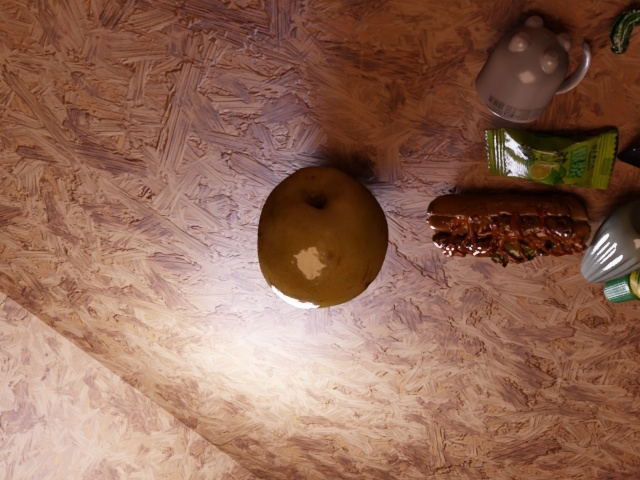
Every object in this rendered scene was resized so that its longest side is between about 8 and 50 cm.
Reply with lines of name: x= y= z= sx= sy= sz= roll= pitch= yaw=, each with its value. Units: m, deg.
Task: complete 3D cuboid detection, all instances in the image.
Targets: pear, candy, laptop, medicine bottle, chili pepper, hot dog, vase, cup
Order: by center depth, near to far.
chili pepper: x=0.513 y=-0.358 z=1.502 sx=0.055 sy=0.035 sz=0.118 roll=24 pitch=137 yaw=-18
cup: x=0.373 y=-0.291 z=1.567 sx=0.173 sy=0.134 sz=0.142 roll=22 pitch=142 yaw=-2
laptop: x=0.631 y=-0.140 z=1.662 sx=0.135 sy=0.016 sz=0.197 roll=21 pitch=175 yaw=1
candy: x=0.442 y=-0.157 z=1.766 sx=0.246 sy=0.069 sz=0.149 roll=8 pitch=140 yaw=15
vase: x=0.614 y=0.015 z=1.874 sx=0.128 sy=0.128 sz=0.248 roll=20 pitch=153 yaw=-1
medicine bottle: x=0.681 y=0.085 z=1.896 sx=0.076 sy=0.111 sz=0.309 roll=42 pitch=164 yaw=2
hot dog: x=0.391 y=-0.020 z=1.928 sx=0.348 sy=0.117 sz=0.158 roll=3 pitch=142 yaw=22
pear: x=0.000 y=0.000 z=1.987 sx=0.314 sy=0.314 sz=0.314 roll=13 pitch=144 yaw=9
